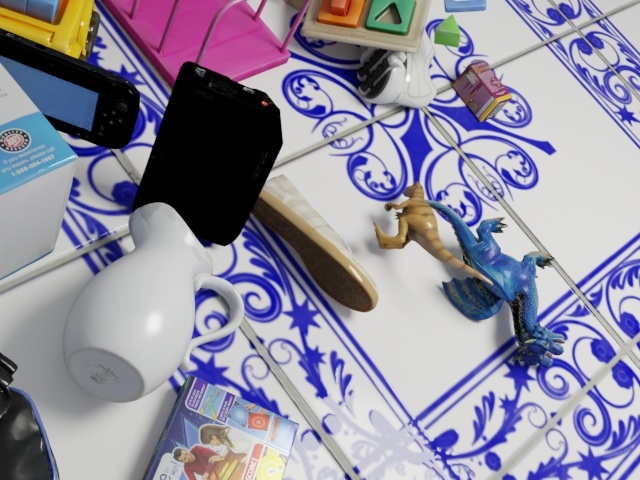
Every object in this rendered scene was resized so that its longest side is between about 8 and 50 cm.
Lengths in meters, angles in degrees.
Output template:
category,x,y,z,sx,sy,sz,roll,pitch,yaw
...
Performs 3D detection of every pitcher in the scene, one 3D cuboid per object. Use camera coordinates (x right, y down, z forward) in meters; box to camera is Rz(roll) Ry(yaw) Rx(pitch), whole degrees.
category,x,y,z,sx,sy,sz,roll,pitch,yaw
pitcher,-0.171,0.083,0.872,0.177,0.125,0.207,40,38,-18

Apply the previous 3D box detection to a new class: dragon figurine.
category,x,y,z,sx,sy,sz,roll,pitch,yaw
dragon figurine,0.227,0.050,1.102,0.289,0.085,0.144,38,51,-1

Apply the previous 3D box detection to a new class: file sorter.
category,x,y,z,sx,sy,sz,roll,pitch,yaw
file sorter,-0.173,-0.383,1.119,0.202,0.182,0.291,-31,77,-37

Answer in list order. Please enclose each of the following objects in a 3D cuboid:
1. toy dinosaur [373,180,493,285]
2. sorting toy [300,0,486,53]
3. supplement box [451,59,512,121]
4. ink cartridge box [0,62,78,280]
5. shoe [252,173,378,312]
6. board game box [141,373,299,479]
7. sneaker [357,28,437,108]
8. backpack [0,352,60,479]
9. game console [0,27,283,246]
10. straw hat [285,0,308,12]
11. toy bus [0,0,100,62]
category,x,y,z,sx,sy,sz,roll,pitch,yaw
toy dinosaur,0.132,-0.014,1.068,0.112,0.064,0.212,-20,46,0
sorting toy,0.075,-0.378,1.213,0.347,0.047,0.196,12,67,11
supplement box,0.267,-0.247,1.333,0.043,0.055,0.083,-24,73,-37
ink cartridge box,-0.415,-0.090,0.801,0.198,0.197,0.270,-34,79,-37
shoe,0.000,0.000,1.027,0.219,0.076,0.058,45,56,8
board game box,-0.114,0.256,0.832,0.136,0.035,0.201,27,52,-9
sneaker,0.121,-0.335,1.295,0.118,0.110,0.292,12,63,-29
backpack,-0.336,0.257,0.612,0.263,0.213,0.277,-5,56,-38
game console,-0.231,-0.128,0.911,0.361,0.213,0.044,21,41,-10
straw hat,-0.007,-0.438,1.315,0.144,0.061,0.145,13,56,-19
toy bus,-0.339,-0.282,0.956,0.149,0.211,0.220,15,53,-15
